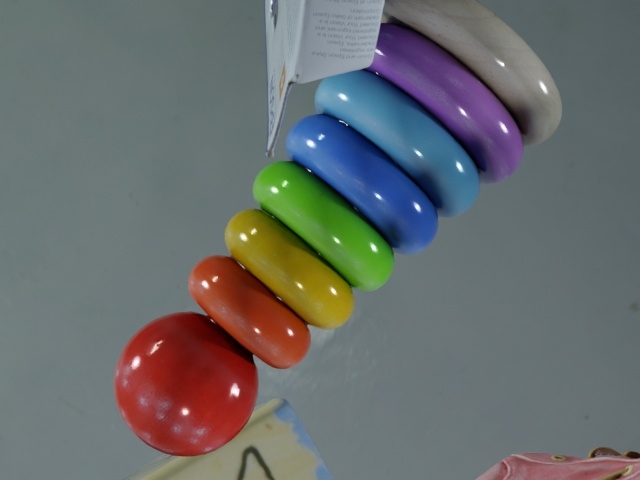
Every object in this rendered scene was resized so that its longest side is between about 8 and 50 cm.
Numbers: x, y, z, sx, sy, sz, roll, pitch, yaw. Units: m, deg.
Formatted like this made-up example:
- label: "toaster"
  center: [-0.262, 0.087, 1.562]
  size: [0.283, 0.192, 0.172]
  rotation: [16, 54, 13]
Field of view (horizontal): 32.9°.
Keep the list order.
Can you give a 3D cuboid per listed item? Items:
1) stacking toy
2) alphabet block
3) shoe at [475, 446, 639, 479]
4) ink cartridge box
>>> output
- label: "stacking toy"
  center: [0.000, 0.000, 0.680]
  size: [0.141, 0.141, 0.330]
  rotation: [38, 85, 14]
- label: "alphabet block"
  center: [-0.096, 0.270, 0.911]
  size: [0.197, 0.193, 0.192]
  rotation: [-27, 84, -32]
- label: "shoe"
  center: [0.132, 0.106, 0.449]
  size: [0.178, 0.081, 0.063]
  rotation: [-25, 112, -9]
- label: "ink cartridge box"
  center: [0.005, -0.193, 0.553]
  size: [0.045, 0.224, 0.223]
  rotation: [4, 45, -8]
